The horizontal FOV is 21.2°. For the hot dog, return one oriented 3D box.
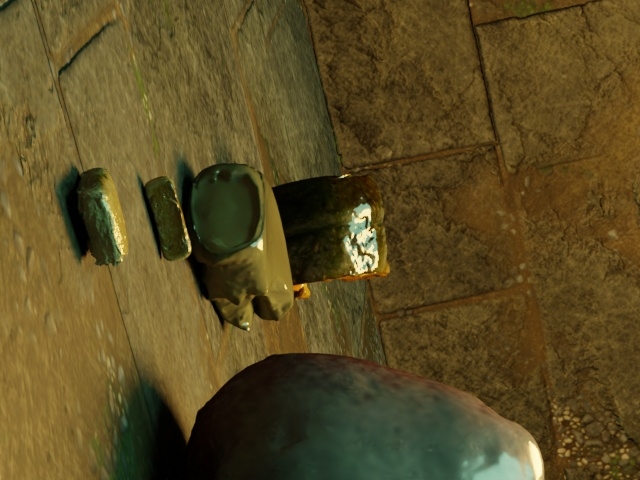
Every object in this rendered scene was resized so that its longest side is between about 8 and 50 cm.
[{"bbox_3d":[-0.154,-0.024,1.733,0.034,0.030,0.090,-106,-178,-71],"label":"hot dog"}]

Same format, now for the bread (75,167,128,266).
[{"bbox_3d":[-0.188,-0.023,1.462,0.083,0.035,0.070,-101,177,-65],"label":"bread"}]

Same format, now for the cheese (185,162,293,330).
[{"bbox_3d":[-0.088,0.011,1.958,0.202,0.091,0.175,71,12,-45],"label":"cheese"}]

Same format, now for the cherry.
[{"bbox_3d":[0.026,0.267,1.594,0.291,0.335,0.326,101,5,-51],"label":"cherry"}]

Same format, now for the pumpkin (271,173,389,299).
[{"bbox_3d":[0.000,-0.001,2.257,0.280,0.190,0.139,24,55,-82],"label":"pumpkin"}]
